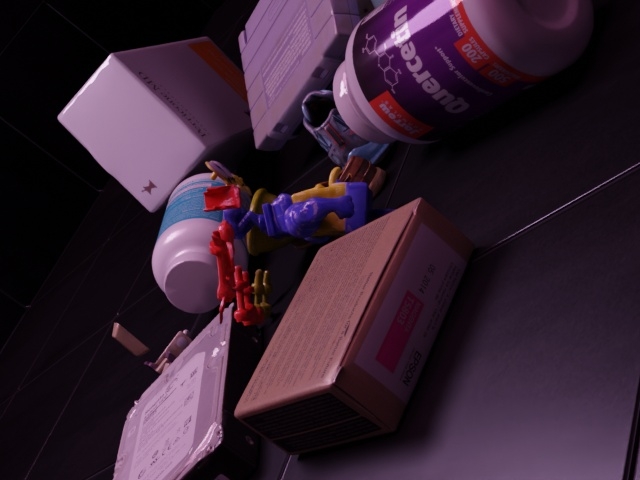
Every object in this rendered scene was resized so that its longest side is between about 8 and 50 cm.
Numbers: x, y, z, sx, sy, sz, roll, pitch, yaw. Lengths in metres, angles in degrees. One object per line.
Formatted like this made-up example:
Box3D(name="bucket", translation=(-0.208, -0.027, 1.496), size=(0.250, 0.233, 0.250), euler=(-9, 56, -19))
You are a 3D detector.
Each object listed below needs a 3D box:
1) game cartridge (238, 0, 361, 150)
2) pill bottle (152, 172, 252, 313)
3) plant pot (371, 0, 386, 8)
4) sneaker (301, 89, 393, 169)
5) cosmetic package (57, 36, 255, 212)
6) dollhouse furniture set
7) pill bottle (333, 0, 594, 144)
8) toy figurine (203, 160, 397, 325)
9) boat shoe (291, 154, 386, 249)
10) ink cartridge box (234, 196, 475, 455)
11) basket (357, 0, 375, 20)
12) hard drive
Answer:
Box3D(name="game cartridge", translation=(-0.035, -0.312, 1.821), size=(0.355, 0.068, 0.230), euler=(134, 127, -58))
Box3D(name="pill bottle", translation=(-0.181, 0.008, 1.825), size=(0.146, 0.146, 0.264), euler=(-45, 17, 20))
Box3D(name="plant pot", translation=(0.164, -0.409, 1.602), size=(0.293, 0.196, 0.293), euler=(-38, 32, 30))
Box3D(name="sneaker", translation=(0.034, -0.184, 1.697), size=(0.104, 0.125, 0.262), euler=(-48, 17, 12))
Box3D(name="cosmetic package", translation=(-0.251, -0.224, 2.119), size=(0.161, 0.230, 0.453), euler=(-46, -1, 20))
Box3D(name="dollhouse furniture set", translation=(-0.250, 0.145, 1.786), size=(0.081, 0.114, 0.091), euler=(-52, 14, -15))
Box3D(name="pill bottle", translation=(0.152, -0.227, 1.383), size=(0.323, 0.181, 0.181), euler=(-29, 28, 53))
Box3D(name="toy figurine", translation=(0.000, 0.000, 1.446), size=(0.362, 0.217, 0.191), euler=(36, -132, -82))
Box3D(name="boat shoe", translation=(0.012, -0.055, 1.601), size=(0.178, 0.060, 0.064), euler=(-40, 20, 33))
Box3D(name="ink cartridge box", translation=(0.034, 0.092, 1.200), size=(0.193, 0.088, 0.234), euler=(-25, 31, 53))
Box3D(name="basket", translation=(0.056, -0.418, 1.986), size=(0.255, 0.201, 0.289), euler=(-47, 26, 15))
Box3D(name="hard drive", translation=(-0.171, 0.243, 1.469), size=(0.237, 0.064, 0.339), euler=(-46, 17, 18))
